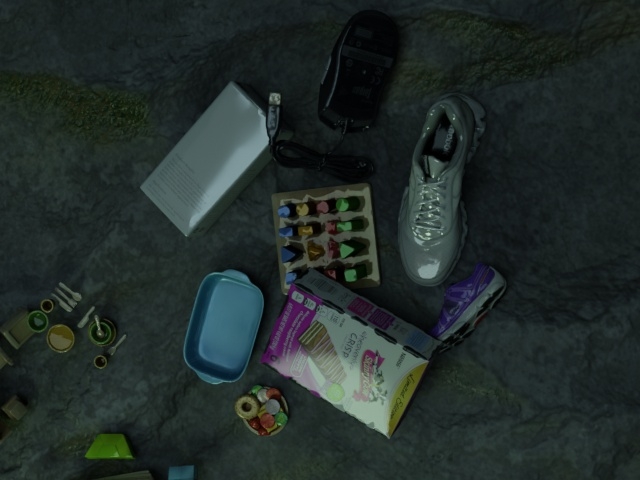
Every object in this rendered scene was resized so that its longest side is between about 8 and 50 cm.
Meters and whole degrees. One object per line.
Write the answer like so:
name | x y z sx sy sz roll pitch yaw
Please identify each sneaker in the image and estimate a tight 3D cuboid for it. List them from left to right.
sneaker | 0.166 -0.074 1.705 0.110 0.118 0.292 10 98 14
sneaker | 0.205 0.104 1.743 0.170 0.068 0.071 -47 63 9

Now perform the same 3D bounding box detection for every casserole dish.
casserole dish | -0.150 0.136 1.857 0.114 0.037 0.188 18 100 15

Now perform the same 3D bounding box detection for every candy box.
candy box | 0.043 0.167 1.733 0.233 0.071 0.159 28 120 11

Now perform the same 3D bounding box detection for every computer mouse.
computer mouse | 0.008 -0.223 1.739 0.184 0.060 0.261 6 104 -21

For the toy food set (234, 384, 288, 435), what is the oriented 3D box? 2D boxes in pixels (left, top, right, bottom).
toy food set | -0.090 0.271 1.856 0.083 0.020 0.083 -35 84 16

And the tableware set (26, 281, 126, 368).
tableware set | -0.407 0.151 1.925 0.154 0.024 0.104 40 99 0

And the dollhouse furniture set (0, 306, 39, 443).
dollhouse furniture set | -0.544 0.223 1.981 0.182 0.161 0.101 -46 37 -22

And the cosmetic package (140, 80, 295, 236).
cosmetic package | -0.161 -0.126 1.817 0.117 0.085 0.231 46 103 8

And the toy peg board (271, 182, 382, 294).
toy peg board | 0.000 0.000 1.779 0.161 0.079 0.161 -6 92 17

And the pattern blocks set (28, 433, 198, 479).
pattern blocks set | -0.354 0.456 1.889 0.325 0.026 0.285 2 68 21
